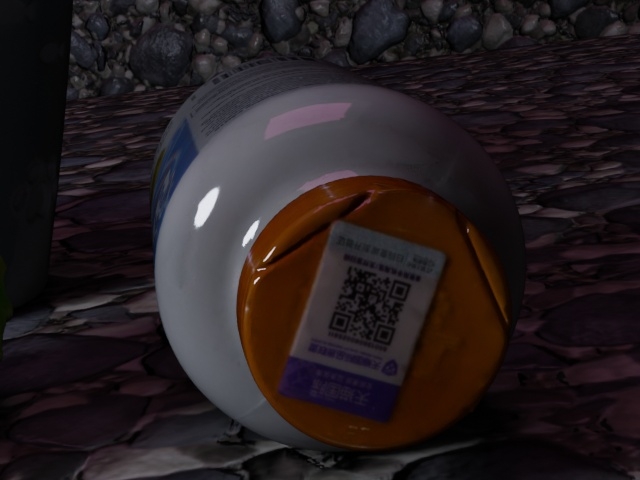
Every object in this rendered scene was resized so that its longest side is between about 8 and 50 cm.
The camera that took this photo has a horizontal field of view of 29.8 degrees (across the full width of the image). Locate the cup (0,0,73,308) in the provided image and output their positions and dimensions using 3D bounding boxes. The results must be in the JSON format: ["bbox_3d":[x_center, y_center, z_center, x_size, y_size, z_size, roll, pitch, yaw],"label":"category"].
[{"bbox_3d":[-0.336,-0.112,0.783,0.356,0.274,0.259,-5,21,-46],"label":"cup"}]

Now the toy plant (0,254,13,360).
[{"bbox_3d":[-0.329,0.052,0.575,0.316,0.184,0.224,-21,5,12],"label":"toy plant"}]

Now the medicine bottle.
[{"bbox_3d":[0.000,0.000,0.559,0.157,0.157,0.289,-9,13,-6],"label":"medicine bottle"}]
